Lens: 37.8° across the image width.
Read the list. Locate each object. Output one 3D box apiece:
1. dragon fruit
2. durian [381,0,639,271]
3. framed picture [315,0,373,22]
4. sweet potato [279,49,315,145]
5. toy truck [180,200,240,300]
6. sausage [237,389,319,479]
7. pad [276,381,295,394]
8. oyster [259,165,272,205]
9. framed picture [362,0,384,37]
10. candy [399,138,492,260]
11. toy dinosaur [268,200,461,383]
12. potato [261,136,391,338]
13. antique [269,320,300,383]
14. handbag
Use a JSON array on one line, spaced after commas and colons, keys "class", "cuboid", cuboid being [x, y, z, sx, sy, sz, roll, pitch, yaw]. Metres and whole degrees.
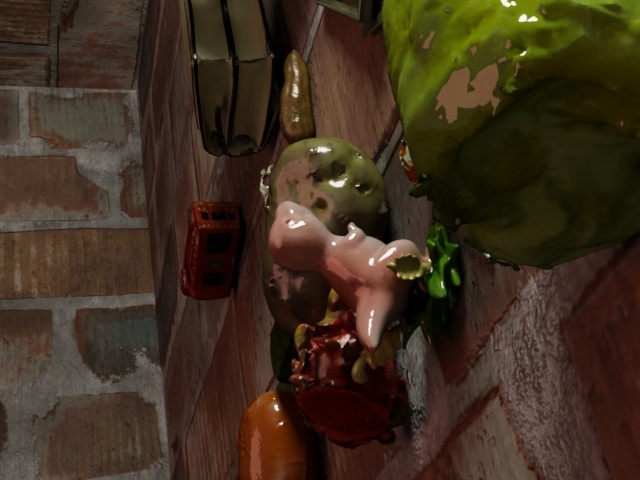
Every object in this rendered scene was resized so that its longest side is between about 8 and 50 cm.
[{"class": "dragon fruit", "cuboid": [0.031, 0.137, 1.056, 0.150, 0.133, 0.207, -2, -91, -83]}, {"class": "durian", "cuboid": [0.134, -0.113, 0.627, 0.255, 0.205, 0.339, 90, 168, -47]}, {"class": "framed picture", "cuboid": [0.033, -0.392, 1.212, 0.265, 0.018, 0.192, -121, 33, -67]}, {"class": "sweet potato", "cuboid": [-0.037, -0.213, 1.430, 0.053, 0.054, 0.182, 149, 121, -60]}, {"class": "toy truck", "cuboid": [-0.233, 0.039, 1.983, 0.114, 0.108, 0.252, -110, 26, -49]}, {"class": "sausage", "cuboid": [-0.062, 0.357, 1.412, 0.133, 0.133, 0.258, 149, 121, -71]}, {"class": "pad", "cuboid": [-0.092, 0.378, 1.627, 0.323, 0.055, 0.249, -35, 56, 49]}, {"class": "oyster", "cuboid": [-0.052, -0.063, 1.476, 0.209, 0.072, 0.132, 70, -170, -81]}, {"class": "framed picture", "cuboid": [0.092, -0.359, 1.061, 0.252, 0.014, 0.197, 170, 99, -73]}, {"class": "candy", "cuboid": [0.127, -0.042, 0.935, 0.184, 0.049, 0.055, 64, 180, 42]}, {"class": "toy dinosaur", "cuboid": [0.045, 0.031, 0.956, 0.152, 0.177, 0.194, 117, 146, -59]}, {"class": "potato", "cuboid": [0.000, 0.000, 1.153, 0.165, 0.165, 0.262, -127, 43, -63]}, {"class": "antique", "cuboid": [-0.018, 0.123, 1.338, 0.220, 0.080, 0.081, 109, 155, -51]}, {"class": "handbag", "cuboid": [-0.170, -0.354, 1.686, 0.236, 0.160, 0.358, 102, 160, -52]}]
